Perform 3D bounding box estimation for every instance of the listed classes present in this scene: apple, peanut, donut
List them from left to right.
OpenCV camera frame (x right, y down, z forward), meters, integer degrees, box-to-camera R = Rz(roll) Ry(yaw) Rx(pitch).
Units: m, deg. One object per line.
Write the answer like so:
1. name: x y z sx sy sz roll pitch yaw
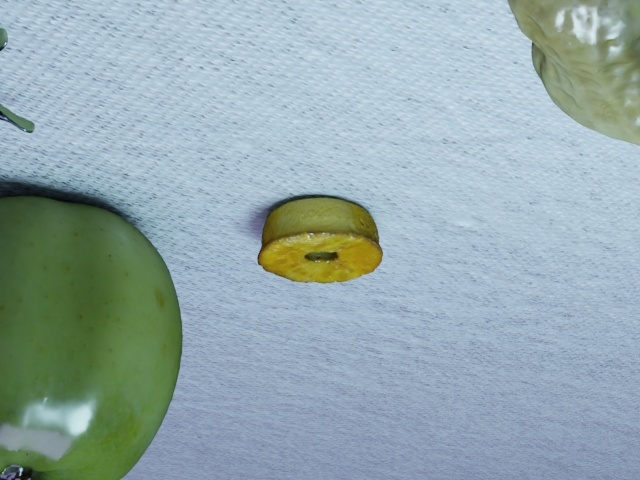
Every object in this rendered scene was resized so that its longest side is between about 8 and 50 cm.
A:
1. apple: -0.325 0.129 1.567 0.357 0.357 0.357 -2 153 -1
2. donut: 0.000 0.000 1.615 0.151 0.058 0.152 -2 154 -1
3. peanut: 0.248 -0.175 1.195 0.159 0.143 0.291 -29 142 25

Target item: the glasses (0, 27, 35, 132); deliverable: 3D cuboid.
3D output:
1. glasses: -0.372 -0.118 1.307 0.206 0.102 0.239 -7 152 11
